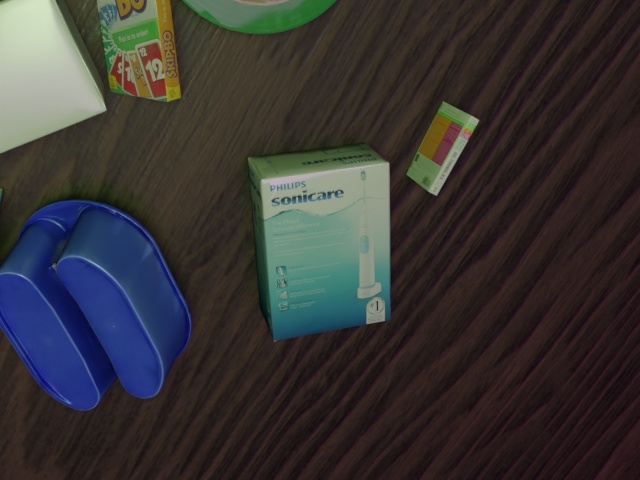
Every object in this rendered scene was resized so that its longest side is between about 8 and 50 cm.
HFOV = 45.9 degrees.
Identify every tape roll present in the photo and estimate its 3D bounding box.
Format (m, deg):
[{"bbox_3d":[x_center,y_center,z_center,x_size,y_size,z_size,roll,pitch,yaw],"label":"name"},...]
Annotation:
[{"bbox_3d":[-0.092,-0.465,1.086,0.321,0.077,0.321,-6,114,-15],"label":"tape roll"}]

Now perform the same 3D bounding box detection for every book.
[{"bbox_3d":[0.209,-0.159,1.305,0.035,0.096,0.144,23,104,-25],"label":"book"}]

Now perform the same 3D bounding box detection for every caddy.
[{"bbox_3d":[-0.350,0.101,1.195,0.241,0.179,0.341,-13,119,13],"label":"caddy"}]

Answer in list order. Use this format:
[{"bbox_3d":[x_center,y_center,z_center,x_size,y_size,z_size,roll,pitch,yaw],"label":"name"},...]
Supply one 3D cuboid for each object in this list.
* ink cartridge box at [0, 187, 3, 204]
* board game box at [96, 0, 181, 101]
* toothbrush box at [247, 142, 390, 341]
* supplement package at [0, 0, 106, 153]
[{"bbox_3d":[-0.532,0.044,1.131,0.078,0.134,0.231,8,110,-21],"label":"ink cartridge box"},{"bbox_3d":[-0.263,-0.332,1.065,0.039,0.124,0.260,-30,127,-49],"label":"board game box"},{"bbox_3d":[0.000,0.000,1.289,0.216,0.126,0.296,-10,116,-13],"label":"toothbrush box"},{"bbox_3d":[-0.460,-0.214,1.017,0.292,0.177,0.175,-24,116,-6],"label":"supplement package"}]
